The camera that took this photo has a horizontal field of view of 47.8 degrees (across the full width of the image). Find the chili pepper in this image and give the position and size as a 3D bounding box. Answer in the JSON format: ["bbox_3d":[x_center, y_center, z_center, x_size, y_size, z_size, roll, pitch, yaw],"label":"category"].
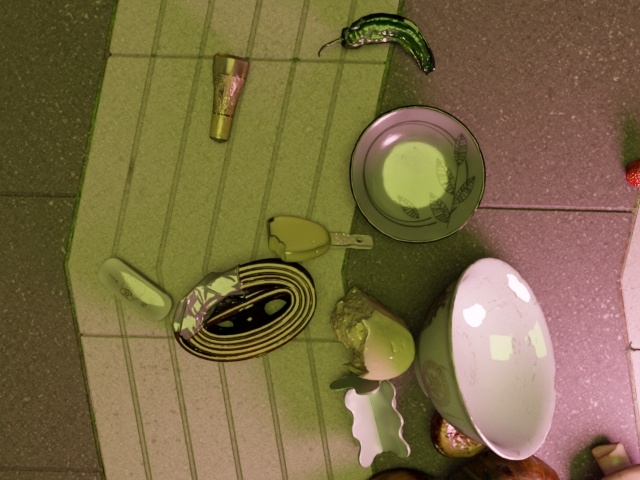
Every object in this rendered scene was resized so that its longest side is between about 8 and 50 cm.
[{"bbox_3d":[0.135,-0.463,1.671,0.278,0.065,0.122,6,90,-5],"label":"chili pepper"}]

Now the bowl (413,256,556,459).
[{"bbox_3d":[0.337,0.266,1.616,0.196,0.434,0.435,-15,95,41],"label":"bowl"}]

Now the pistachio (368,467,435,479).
[{"bbox_3d":[0.185,0.623,1.713,0.210,0.131,0.165,-25,55,-3],"label":"pistachio"}]

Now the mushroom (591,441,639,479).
[{"bbox_3d":[0.716,0.570,1.697,0.204,0.204,0.204,0,93,-1],"label":"mushroom"}]

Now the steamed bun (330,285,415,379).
[{"bbox_3d":[0.106,0.224,1.631,0.200,0.225,0.170,40,92,-4],"label":"steamed bun"}]

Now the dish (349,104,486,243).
[{"bbox_3d":[0.220,-0.151,1.673,0.316,0.106,0.317,0,92,2],"label":"dish"}]

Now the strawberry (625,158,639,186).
[{"bbox_3d":[0.757,-0.159,1.690,0.073,0.083,0.073,1,95,8],"label":"strawberry"}]

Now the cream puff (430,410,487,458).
[{"bbox_3d":[0.330,0.447,1.719,0.149,0.084,0.149,0,94,-6],"label":"cream puff"}]

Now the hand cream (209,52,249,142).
[{"bbox_3d":[-0.219,-0.327,1.675,0.083,0.084,0.203,10,100,-1],"label":"hand cream"}]

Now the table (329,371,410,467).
[{"bbox_3d":[0.126,0.411,1.685,0.166,0.166,0.198,-14,101,0],"label":"table"}]

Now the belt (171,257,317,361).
[{"bbox_3d":[-0.174,0.159,1.677,0.338,0.122,0.217,-19,95,0],"label":"belt"}]

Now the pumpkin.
[{"bbox_3d":[0.437,0.600,1.645,0.324,0.242,0.232,12,99,-16],"label":"pumpkin"}]

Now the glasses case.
[{"bbox_3d":[-0.437,0.115,1.706,0.193,0.049,0.074,38,92,-4],"label":"glasses case"}]

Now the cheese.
[{"bbox_3d":[0.000,0.000,1.687,0.255,0.127,0.050,3,137,-10],"label":"cheese"}]
